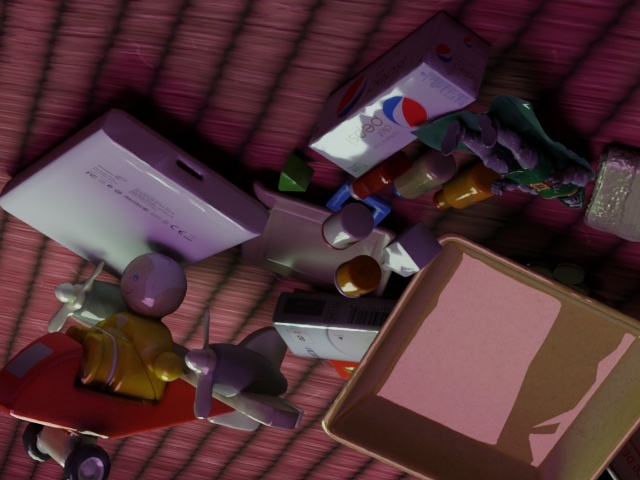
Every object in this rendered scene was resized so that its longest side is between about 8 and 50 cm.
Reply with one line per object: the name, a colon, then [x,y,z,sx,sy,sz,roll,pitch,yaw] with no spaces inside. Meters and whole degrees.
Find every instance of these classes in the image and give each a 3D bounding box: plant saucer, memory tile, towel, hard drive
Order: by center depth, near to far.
towel: [0.344,-0.044,1.468,0.110,0.027,0.148,13,148,9]
plant saucer: [0.217,0.161,1.647,0.333,0.081,0.333,25,120,-9]
memory tile: [0.261,0.059,1.688,0.148,0.012,0.113,2,145,25]
hard drive: [-0.248,-0.044,1.744,0.233,0.047,0.353,34,152,-22]

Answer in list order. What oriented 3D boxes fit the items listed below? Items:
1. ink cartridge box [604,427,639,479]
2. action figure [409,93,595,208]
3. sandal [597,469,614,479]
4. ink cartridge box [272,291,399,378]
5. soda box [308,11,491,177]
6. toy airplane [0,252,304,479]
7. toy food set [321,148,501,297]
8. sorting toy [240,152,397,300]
ink cartridge box: [0.472,0.328,1.787,0.119,0.207,0.353,-37,129,6]
action figure: [0.214,-0.078,1.410,0.137,0.063,0.232,-7,162,39]
sandal: [0.405,0.387,1.972,0.107,0.167,0.446,-32,154,0]
ink cartridge box: [0.064,0.153,1.814,0.189,0.066,0.232,3,143,27]
soda box: [0.078,-0.146,1.411,0.069,0.074,0.216,32,146,-20]
toy airplane: [-0.195,0.147,1.786,0.386,0.384,0.272,4,103,7]
toy food set: [0.078,-0.025,1.486,0.111,0.232,0.104,51,152,-5]
sorting toy: [0.000,0.000,1.713,0.196,0.047,0.347,22,149,3]
